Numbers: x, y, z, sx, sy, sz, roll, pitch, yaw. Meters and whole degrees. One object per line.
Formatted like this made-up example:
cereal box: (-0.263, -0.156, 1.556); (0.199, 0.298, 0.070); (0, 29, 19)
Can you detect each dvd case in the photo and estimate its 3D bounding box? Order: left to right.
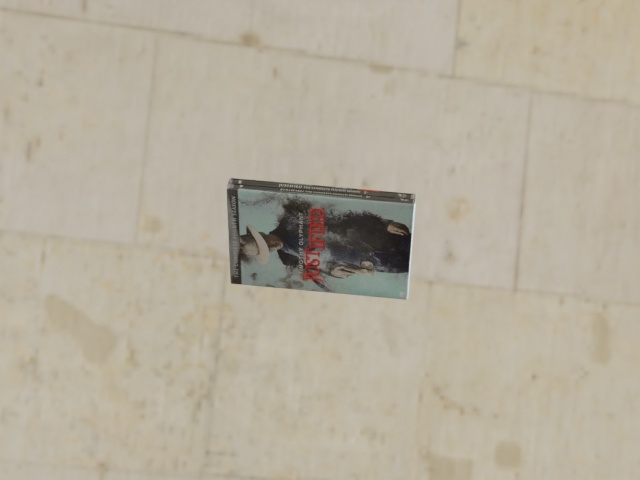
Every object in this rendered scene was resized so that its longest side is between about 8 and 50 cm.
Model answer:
dvd case: (0.000, 0.000, 0.879); (0.120, 0.013, 0.087); (6, -47, 5)
